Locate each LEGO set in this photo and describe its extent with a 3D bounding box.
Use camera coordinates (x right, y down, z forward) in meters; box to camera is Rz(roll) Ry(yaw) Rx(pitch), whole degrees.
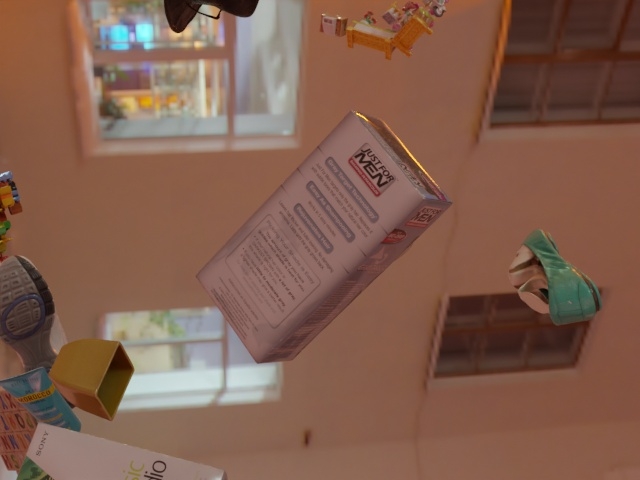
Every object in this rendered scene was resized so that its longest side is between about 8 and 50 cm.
[{"bbox_3d":[0.137,-0.418,2.094,0.287,0.107,0.132,-7,-51,48],"label":"LEGO set"}]

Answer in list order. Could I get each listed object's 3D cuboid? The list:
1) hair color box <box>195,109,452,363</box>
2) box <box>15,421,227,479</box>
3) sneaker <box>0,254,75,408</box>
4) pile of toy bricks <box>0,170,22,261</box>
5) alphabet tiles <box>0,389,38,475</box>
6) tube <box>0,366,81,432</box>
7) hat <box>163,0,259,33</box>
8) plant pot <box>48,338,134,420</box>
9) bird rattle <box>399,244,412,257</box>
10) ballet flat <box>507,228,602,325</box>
[{"bbox_3d":[0.000,0.000,1.730,0.185,0.374,0.114,53,22,21],"label":"hair color box"},{"bbox_3d":[-0.333,0.436,1.773,0.058,0.322,0.232,88,16,-62],"label":"box"},{"bbox_3d":[-0.505,0.159,1.984,0.129,0.111,0.297,-124,-159,-67],"label":"sneaker"},{"bbox_3d":[-0.459,-0.021,1.554,0.212,0.118,0.105,-18,-88,62],"label":"pile of toy bricks"},{"bbox_3d":[-0.542,0.361,2.022,0.237,0.009,0.198,-16,-80,53],"label":"alphabet tiles"},{"bbox_3d":[-0.457,0.268,1.863,0.207,0.080,0.052,71,-2,-53],"label":"tube"},{"bbox_3d":[-0.153,-0.485,2.038,0.331,0.134,0.331,-59,179,-2],"label":"hat"},{"bbox_3d":[-0.304,0.176,1.472,0.081,0.083,0.081,78,28,-55],"label":"plant pot"},{"bbox_3d":[0.102,-0.004,2.060,0.207,0.254,0.143,-93,170,-60],"label":"bird rattle"},{"bbox_3d":[0.314,0.049,1.597,0.247,0.087,0.083,-112,-173,-68],"label":"ballet flat"}]
